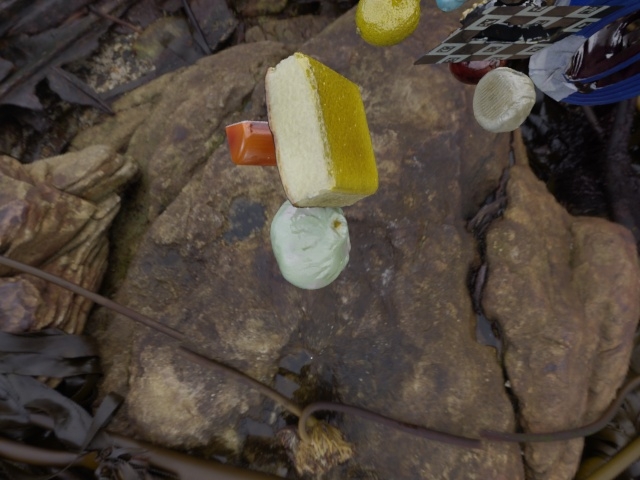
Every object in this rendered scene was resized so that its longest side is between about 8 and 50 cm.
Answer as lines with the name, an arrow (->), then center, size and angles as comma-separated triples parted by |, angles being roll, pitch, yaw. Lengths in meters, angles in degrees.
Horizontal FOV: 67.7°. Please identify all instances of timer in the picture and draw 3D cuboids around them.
timer -> -0.201, -0.386, 1.798 | 0.257, 0.250, 0.162 | -3, 84, -26

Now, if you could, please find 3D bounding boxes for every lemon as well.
lemon -> 0.279, -0.938, 1.986 | 0.267, 0.267, 0.268 | 0, 76, -1

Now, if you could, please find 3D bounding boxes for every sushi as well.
sushi -> 0.265, -0.311, 0.675 | 0.215, 0.192, 0.051 | -9, 92, -17

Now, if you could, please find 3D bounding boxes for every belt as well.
belt -> 0.484, -0.338, 0.739 | 0.212, 0.347, 0.117 | 22, 79, -10

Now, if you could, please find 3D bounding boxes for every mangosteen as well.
mangosteen -> 0.532, -0.665, 1.679 | 0.215, 0.215, 0.257 | -31, 38, -8

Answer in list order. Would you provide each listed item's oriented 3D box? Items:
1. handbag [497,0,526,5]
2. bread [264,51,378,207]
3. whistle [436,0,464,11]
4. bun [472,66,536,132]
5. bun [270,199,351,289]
handbag -> 0.280, -0.366, 0.477 | 0.308, 0.254, 0.093 | -41, 89, -4
bread -> 0.012, -0.247, 1.157 | 0.143, 0.333, 0.324 | -13, 88, 26
whistle -> 0.304, -0.469, 0.813 | 0.186, 0.273, 0.093 | -31, 114, -43
bun -> 0.501, -0.376, 1.279 | 0.113, 0.173, 0.167 | -10, 104, -23
bun -> 0.000, 0.000, 1.333 | 0.179, 0.283, 0.284 | -2, 73, 34
